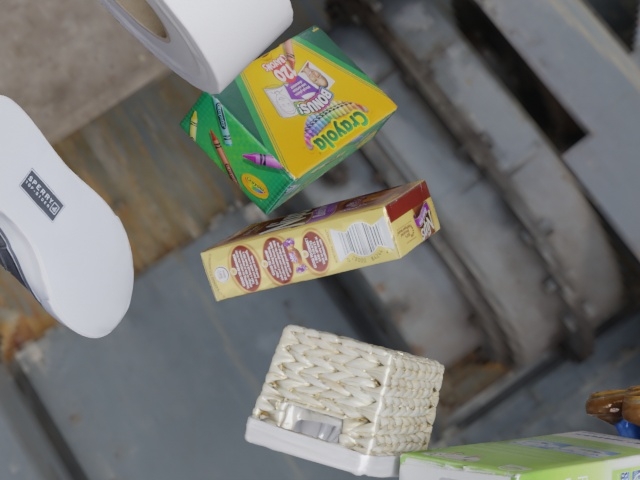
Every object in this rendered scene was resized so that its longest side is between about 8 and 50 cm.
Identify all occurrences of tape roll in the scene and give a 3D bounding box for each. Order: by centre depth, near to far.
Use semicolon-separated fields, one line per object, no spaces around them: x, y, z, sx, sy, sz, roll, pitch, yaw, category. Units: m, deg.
-0.158;-0.270;1.483;0.100;0.286;0.286;-45;158;-7;tape roll

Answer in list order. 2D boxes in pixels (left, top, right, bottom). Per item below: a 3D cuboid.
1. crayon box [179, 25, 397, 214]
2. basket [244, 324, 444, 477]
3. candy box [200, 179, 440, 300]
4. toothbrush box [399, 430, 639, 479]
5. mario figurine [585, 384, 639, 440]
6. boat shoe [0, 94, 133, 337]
-0.038;-0.164;2.122;0.081;0.165;0.278;-48;174;39;crayon box
0.026;0.134;1.344;0.167;0.113;0.103;23;81;-68;basket
0.000;0.000;1.436;0.187;0.053;0.109;-16;-173;25;candy box
0.191;0.278;1.362;0.122;0.206;0.283;4;-179;39;toothbrush box
0.335;0.318;1.691;0.170;0.320;0.198;-10;177;18;mario figurine
-0.276;-0.025;1.472;0.108;0.102;0.301;-56;138;-22;boat shoe
